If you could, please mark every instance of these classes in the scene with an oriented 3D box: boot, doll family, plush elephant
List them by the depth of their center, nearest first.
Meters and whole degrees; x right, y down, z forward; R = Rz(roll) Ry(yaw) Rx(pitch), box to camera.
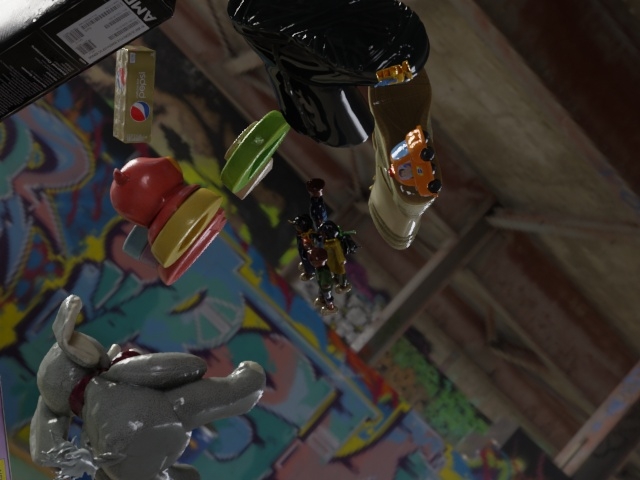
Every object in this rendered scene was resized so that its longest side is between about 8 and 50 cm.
[{"bbox_3d":[0.030,-0.178,1.066,0.246,0.094,0.207,21,-19,30],"label":"boot"},{"bbox_3d":[0.000,0.000,1.250,0.193,0.076,0.111,-125,-161,-52],"label":"doll family"},{"bbox_3d":[-0.303,0.232,1.436,0.330,0.272,0.255,3,33,-45],"label":"plush elephant"},{"bbox_3d":[0.117,-0.136,1.481,0.203,0.095,0.262,99,-18,-67],"label":"boot"}]

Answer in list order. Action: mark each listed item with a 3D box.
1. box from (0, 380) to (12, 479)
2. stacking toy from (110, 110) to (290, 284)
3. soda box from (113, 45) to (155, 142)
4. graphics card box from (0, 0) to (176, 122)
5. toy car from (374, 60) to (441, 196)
[{"bbox_3d":[-0.524,0.223,1.303,0.243,0.117,0.214,3,-81,49],"label":"box"},{"bbox_3d":[-0.184,-0.086,1.402,0.130,0.279,0.309,39,-17,0],"label":"stacking toy"},{"bbox_3d":[-0.362,-0.283,1.894,0.058,0.181,0.061,-5,21,-33],"label":"soda box"},{"bbox_3d":[-0.340,-0.299,1.249,0.094,0.371,0.233,43,33,-38],"label":"graphics card box"},{"bbox_3d":[0.070,-0.091,0.829,0.060,0.040,0.122,70,7,-51],"label":"toy car"}]
